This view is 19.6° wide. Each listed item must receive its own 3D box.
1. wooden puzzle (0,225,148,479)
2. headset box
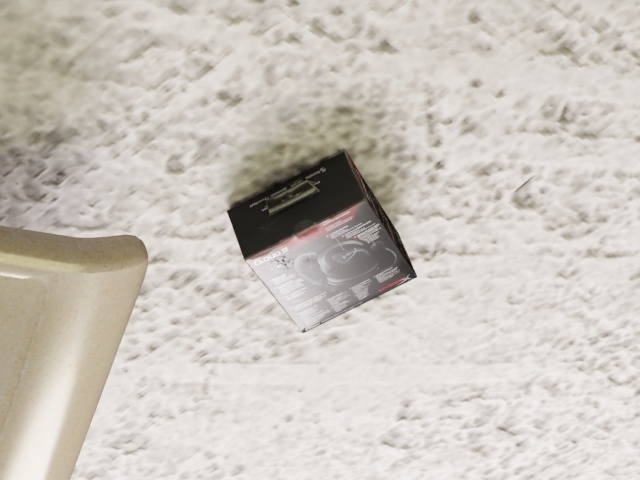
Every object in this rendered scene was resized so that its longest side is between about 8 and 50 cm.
[{"bbox_3d":[-0.268,0.117,0.750,0.348,0.080,0.322,7,126,-24],"label":"wooden puzzle"},{"bbox_3d":[0.000,0.000,0.844,0.062,0.032,0.083,-27,143,7],"label":"headset box"}]
